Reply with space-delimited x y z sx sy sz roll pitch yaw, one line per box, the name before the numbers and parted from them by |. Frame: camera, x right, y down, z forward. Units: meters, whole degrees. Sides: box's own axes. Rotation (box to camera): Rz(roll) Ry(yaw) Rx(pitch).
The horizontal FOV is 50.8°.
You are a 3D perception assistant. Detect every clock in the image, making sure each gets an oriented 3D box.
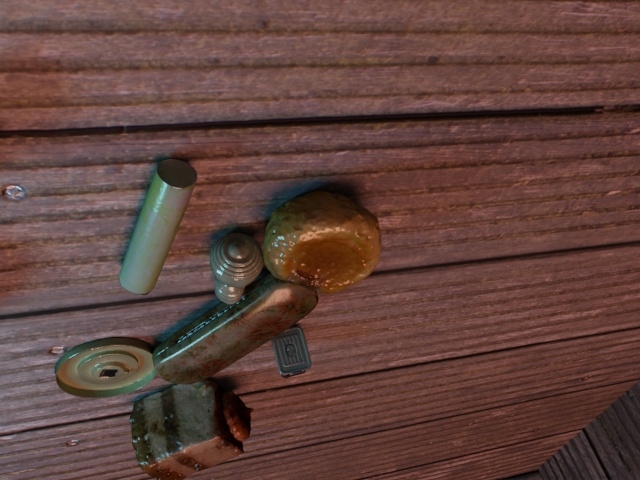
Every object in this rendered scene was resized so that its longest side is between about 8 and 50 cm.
clock | -0.495 0.301 1.572 0.235 0.029 0.235 -13 144 -10

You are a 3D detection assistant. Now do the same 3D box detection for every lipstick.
lipstick | -0.297 -0.015 1.210 0.076 0.076 0.304 3 139 -28

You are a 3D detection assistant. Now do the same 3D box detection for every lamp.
lamp | -0.175 0.059 1.353 0.106 0.106 0.193 -5 152 -19

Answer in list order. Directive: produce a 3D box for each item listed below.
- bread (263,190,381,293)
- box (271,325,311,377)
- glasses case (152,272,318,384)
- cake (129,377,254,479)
bread | 0.000 0.000 1.323 0.244 0.134 0.244 -10 144 -8
box | -0.074 0.281 1.677 0.084 0.122 0.069 -11 156 -10
glasses case | -0.195 0.200 1.520 0.425 0.098 0.156 -34 141 18
cake | -0.320 0.484 1.755 0.293 0.196 0.198 -21 143 4
